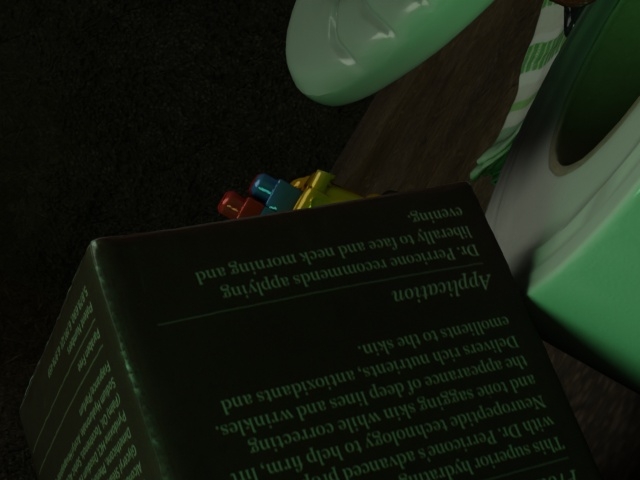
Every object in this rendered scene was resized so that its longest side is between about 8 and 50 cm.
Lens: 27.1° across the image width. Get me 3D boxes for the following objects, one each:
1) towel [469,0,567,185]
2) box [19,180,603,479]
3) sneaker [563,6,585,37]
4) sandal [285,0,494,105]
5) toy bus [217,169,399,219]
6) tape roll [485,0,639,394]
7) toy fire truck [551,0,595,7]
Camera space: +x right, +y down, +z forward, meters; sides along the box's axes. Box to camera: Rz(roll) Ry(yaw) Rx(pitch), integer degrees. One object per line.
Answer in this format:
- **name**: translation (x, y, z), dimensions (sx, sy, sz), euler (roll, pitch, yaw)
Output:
- **towel**: translation (0.237, -0.218, 1.141), dimensions (0.325, 0.038, 0.248), euler (-64, 7, -28)
- **box**: translation (-0.005, 0.110, 0.527), dimensions (0.167, 0.168, 0.203), euler (-53, 52, 54)
- **sneaker**: translation (0.225, -0.215, 0.714), dimensions (0.107, 0.110, 0.275), euler (-81, 10, -52)
- **sandal**: translation (0.137, -0.193, 0.612), dimensions (0.416, 0.102, 0.169), euler (-43, 29, 30)
- **toy bus**: translation (0.000, 0.000, 1.315), dimensions (0.149, 0.211, 0.220), euler (-63, 4, -1)
- **tape roll**: translation (0.180, -0.072, 0.578), dimensions (0.286, 0.100, 0.286), euler (-61, 5, 8)
- **toy fire truck**: translation (0.149, -0.219, 0.401), dimensions (0.302, 0.169, 0.254), euler (-53, 15, 25)
